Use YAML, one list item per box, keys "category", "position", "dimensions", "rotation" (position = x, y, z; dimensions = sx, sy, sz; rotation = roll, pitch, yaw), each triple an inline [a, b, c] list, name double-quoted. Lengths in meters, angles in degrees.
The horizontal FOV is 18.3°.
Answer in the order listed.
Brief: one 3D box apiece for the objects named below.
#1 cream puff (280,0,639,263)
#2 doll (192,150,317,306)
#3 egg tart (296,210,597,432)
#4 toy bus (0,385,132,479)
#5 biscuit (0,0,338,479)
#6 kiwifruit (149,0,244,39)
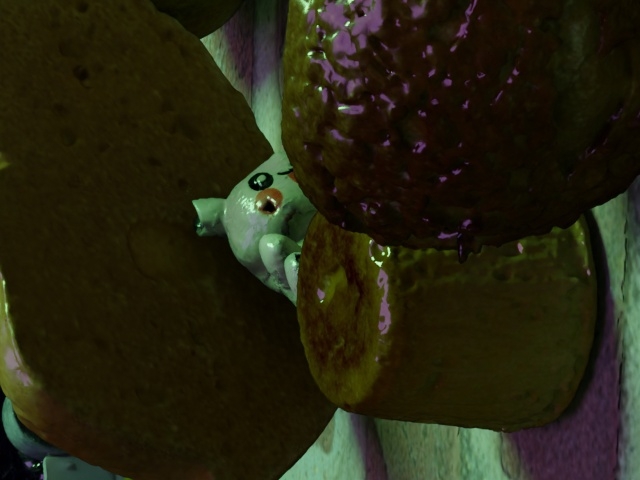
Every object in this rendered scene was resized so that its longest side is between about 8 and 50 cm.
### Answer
- category: "cream puff"
  position: [0.112, -0.133, 1.103]
  dimensions: [0.212, 0.303, 0.303]
  rotation: [18, 114, 24]
- category: "doll"
  position: [0.000, 0.000, 1.517]
  dimensions: [0.192, 0.149, 0.095]
  rotation: [47, 146, 42]
- category: "egg tart"
  position: [0.075, 0.032, 1.326]
  dimensions: [0.202, 0.147, 0.203]
  rotation: [179, 90, -66]
- category: "toy bus"
  position: [-0.174, 0.299, 1.783]
  dimensions: [0.209, 0.249, 0.440]
  rotation: [134, 134, -58]
- category: "biscuit"
  position: [-0.138, -0.001, 1.546]
  dimensions: [0.078, 0.349, 0.455]
  rotation: [-36, 68, 44]
- category: "kiwifruit"
  position: [-0.150, -0.286, 1.723]
  dimensions: [0.196, 0.196, 0.234]
  rotation: [117, 148, -48]
